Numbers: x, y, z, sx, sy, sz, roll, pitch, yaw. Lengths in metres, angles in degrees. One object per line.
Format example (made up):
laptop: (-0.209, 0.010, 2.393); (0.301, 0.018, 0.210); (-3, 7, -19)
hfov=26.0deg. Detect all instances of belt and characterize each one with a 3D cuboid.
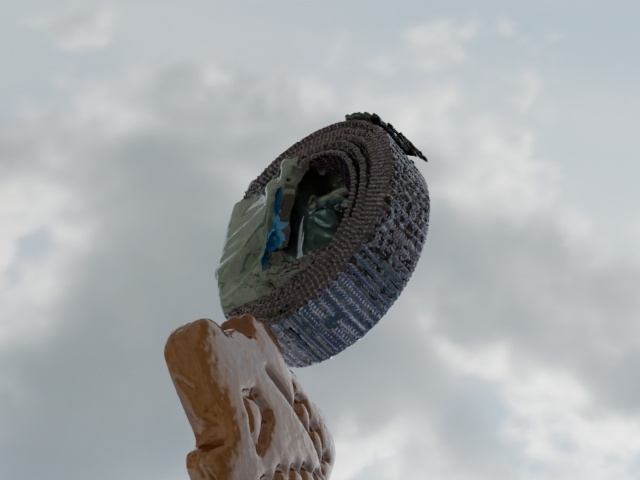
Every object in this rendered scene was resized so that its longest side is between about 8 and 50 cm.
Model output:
belt: (0.000, 0.000, 1.620); (0.260, 0.122, 0.325); (-20, -141, 32)

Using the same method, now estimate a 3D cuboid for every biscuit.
biscuit: (-0.041, 0.207, 1.149); (0.043, 0.284, 0.306); (-17, -120, 18)
